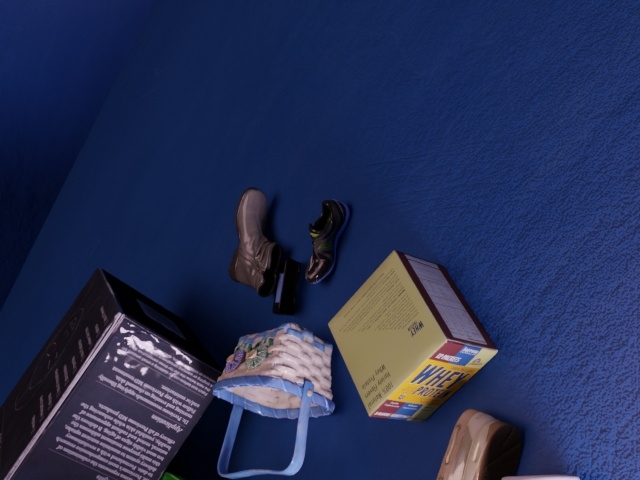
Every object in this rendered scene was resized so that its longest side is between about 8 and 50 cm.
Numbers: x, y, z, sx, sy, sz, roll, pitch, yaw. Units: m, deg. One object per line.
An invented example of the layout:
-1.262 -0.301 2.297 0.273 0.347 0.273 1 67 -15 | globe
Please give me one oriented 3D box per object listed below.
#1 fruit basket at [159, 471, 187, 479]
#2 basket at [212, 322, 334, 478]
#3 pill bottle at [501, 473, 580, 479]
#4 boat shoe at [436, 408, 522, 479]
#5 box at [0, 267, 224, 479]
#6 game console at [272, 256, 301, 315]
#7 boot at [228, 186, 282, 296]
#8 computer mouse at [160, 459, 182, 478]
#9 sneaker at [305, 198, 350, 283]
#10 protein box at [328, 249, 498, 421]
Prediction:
-0.278 0.641 1.352 0.392 0.392 0.282 2 79 51 | fruit basket
-0.103 0.325 1.377 0.255 0.201 0.288 -23 50 43 | basket
0.306 0.417 0.923 0.108 0.108 0.193 -24 60 44 | pill bottle
0.209 0.410 1.052 0.098 0.109 0.302 14 82 57 | boat shoe
-0.519 0.374 1.629 0.471 0.297 0.480 -55 24 -5 | box
-0.089 0.102 1.545 0.107 0.071 0.122 -3 74 50 | game console
-0.137 0.002 1.632 0.161 0.083 0.246 14 97 54 | boot
-0.420 0.705 1.735 0.188 0.072 0.272 41 109 48 | computer mouse
0.000 0.000 1.467 0.067 0.078 0.188 22 95 52 | sneaker
0.151 0.166 1.178 0.200 0.136 0.201 -51 43 25 | protein box
